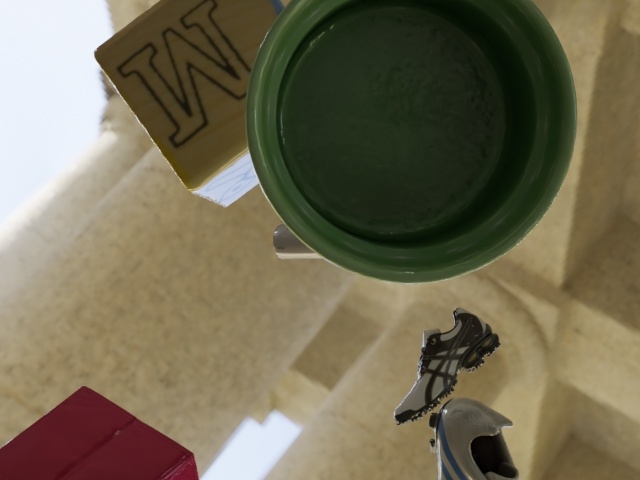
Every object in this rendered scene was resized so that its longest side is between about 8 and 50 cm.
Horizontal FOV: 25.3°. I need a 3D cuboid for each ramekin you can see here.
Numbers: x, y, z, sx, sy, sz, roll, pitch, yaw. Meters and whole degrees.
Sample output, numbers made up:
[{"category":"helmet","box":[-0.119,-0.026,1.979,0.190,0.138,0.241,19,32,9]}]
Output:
[{"category":"ramekin","box":[0.077,-0.115,1.354,0.303,0.303,0.148,44,-2,-6]}]

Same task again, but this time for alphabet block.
[{"category":"alphabet block","box":[-0.099,-0.174,1.571,0.193,0.197,0.192,55,4,10]}]

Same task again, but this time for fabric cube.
[{"category":"fabric cube","box":[-0.353,0.427,2.157,0.259,0.258,0.254,26,-43,33]}]

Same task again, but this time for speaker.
[{"category":"speaker","box":[0.000,0.000,2.140,0.136,0.055,0.055,-1,-47,29]}]

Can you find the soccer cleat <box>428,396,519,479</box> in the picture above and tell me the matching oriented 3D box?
[{"category":"soccer cleat","box":[0.249,0.409,2.266,0.143,0.116,0.331,15,-60,41]}]

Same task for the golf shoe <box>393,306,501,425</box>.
[{"category":"golf shoe","box":[0.163,0.180,2.047,0.094,0.198,0.077,47,-16,3]}]
